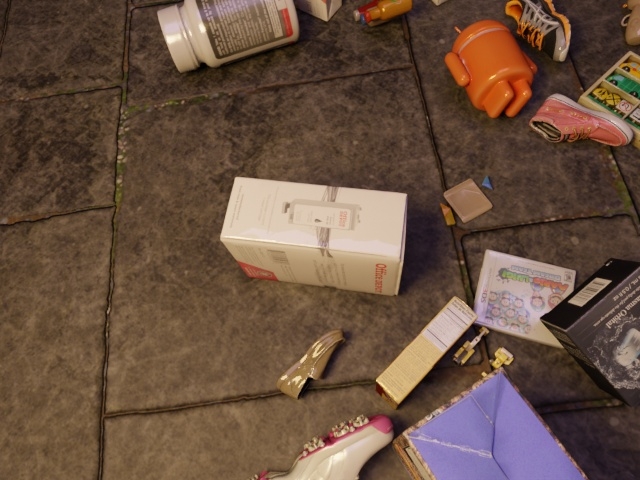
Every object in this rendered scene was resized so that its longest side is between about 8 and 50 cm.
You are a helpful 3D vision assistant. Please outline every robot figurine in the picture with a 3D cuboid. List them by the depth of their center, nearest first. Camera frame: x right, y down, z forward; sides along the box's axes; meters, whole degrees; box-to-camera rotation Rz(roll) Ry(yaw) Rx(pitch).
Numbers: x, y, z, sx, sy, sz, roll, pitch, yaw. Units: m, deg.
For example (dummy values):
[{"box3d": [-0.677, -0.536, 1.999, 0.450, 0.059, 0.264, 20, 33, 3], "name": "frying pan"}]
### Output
[{"box3d": [0.349, -0.355, 1.029, 0.158, 0.128, 0.219, -24, 65, 18], "name": "robot figurine"}]

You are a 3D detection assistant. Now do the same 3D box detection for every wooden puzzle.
[{"box3d": [0.283, -0.076, 0.973, 0.116, 0.014, 0.078, -22, 70, -4], "name": "wooden puzzle"}]

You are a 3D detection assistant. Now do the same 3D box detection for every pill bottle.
[{"box3d": [-0.202, -0.485, 1.122, 0.283, 0.161, 0.161, -19, 66, -3], "name": "pill bottle"}]

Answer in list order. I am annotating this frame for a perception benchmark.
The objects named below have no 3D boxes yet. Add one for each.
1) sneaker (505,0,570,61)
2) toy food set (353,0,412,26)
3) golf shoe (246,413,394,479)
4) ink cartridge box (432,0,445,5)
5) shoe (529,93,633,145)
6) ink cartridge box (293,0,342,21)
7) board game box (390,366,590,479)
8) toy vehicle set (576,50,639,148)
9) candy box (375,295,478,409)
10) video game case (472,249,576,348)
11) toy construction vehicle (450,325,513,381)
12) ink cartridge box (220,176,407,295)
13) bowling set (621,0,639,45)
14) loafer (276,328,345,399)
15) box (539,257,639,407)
[{"box3d": [0.472, -0.460, 1.091, 0.083, 0.084, 0.214, -13, 56, 3], "name": "sneaker"}, {"box3d": [0.114, -0.572, 1.154, 0.105, 0.111, 0.232, -21, 68, -4], "name": "toy food set"}, {"box3d": [-0.006, 0.380, 0.758, 0.306, 0.115, 0.140, -33, 77, -1], "name": "golf shoe"}, {"box3d": [0.322, -0.685, 1.218, 0.225, 0.056, 0.181, -31, 67, -6], "name": "ink cartridge box"}, {"box3d": [0.506, -0.216, 0.988, 0.178, 0.063, 0.081, 37, 76, 25], "name": "shoe"}, {"box3d": [-0.051, -0.615, 1.189, 0.198, 0.115, 0.067, 31, 74, 17], "name": "ink cartridge box"}, {"box3d": [0.219, 0.322, 0.650, 0.141, 0.291, 0.232, -31, 67, -9], "name": "board game box"}, {"box3d": [0.673, -0.250, 0.997, 0.166, 0.035, 0.267, -42, 69, -12], "name": "toy vehicle set"}, {"box3d": [0.169, 0.184, 0.817, 0.187, 0.109, 0.053, -42, 69, -13], "name": "candy box"}, {"box3d": [0.356, 0.100, 0.884, 0.157, 0.019, 0.143, 14, 69, 12], "name": "video game case"}, {"box3d": [0.269, 0.203, 0.838, 0.098, 0.035, 0.086, -41, 69, -12], "name": "toy construction vehicle"}, {"box3d": [0.000, 0.000, 0.862, 0.283, 0.207, 0.117, 7, 69, 8], "name": "ink cartridge box"}, {"box3d": [0.802, -0.483, 1.035, 0.200, 0.287, 0.154, 23, 73, -31], "name": "bowling set"}, {"box3d": [-0.008, 0.211, 0.855, 0.148, 0.056, 0.050, -44, 70, -2], "name": "loafer"}, {"box3d": [0.463, 0.137, 0.773, 0.156, 0.093, 0.158, -42, 92, 2], "name": "box"}]
